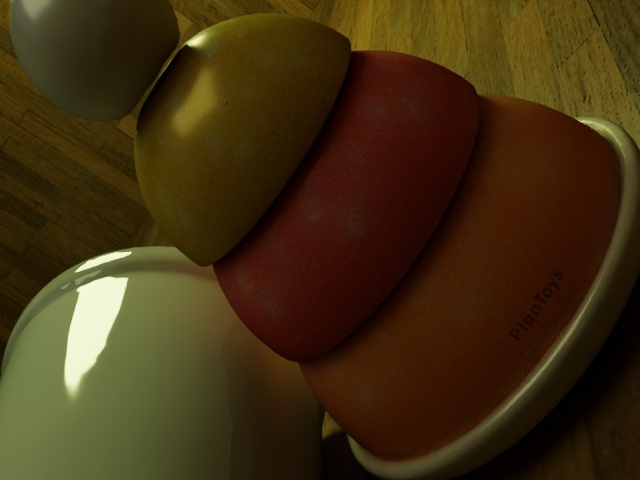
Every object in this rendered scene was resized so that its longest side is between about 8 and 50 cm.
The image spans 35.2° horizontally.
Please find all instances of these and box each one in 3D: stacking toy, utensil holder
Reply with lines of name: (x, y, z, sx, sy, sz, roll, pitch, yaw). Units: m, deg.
stacking toy: (-0.018, -0.066, 0.792, 0.351, 0.479, 0.351, -49, 17, 20)
utensil holder: (-0.152, 0.238, 0.870, 0.328, 0.327, 0.385, -49, 19, 21)
